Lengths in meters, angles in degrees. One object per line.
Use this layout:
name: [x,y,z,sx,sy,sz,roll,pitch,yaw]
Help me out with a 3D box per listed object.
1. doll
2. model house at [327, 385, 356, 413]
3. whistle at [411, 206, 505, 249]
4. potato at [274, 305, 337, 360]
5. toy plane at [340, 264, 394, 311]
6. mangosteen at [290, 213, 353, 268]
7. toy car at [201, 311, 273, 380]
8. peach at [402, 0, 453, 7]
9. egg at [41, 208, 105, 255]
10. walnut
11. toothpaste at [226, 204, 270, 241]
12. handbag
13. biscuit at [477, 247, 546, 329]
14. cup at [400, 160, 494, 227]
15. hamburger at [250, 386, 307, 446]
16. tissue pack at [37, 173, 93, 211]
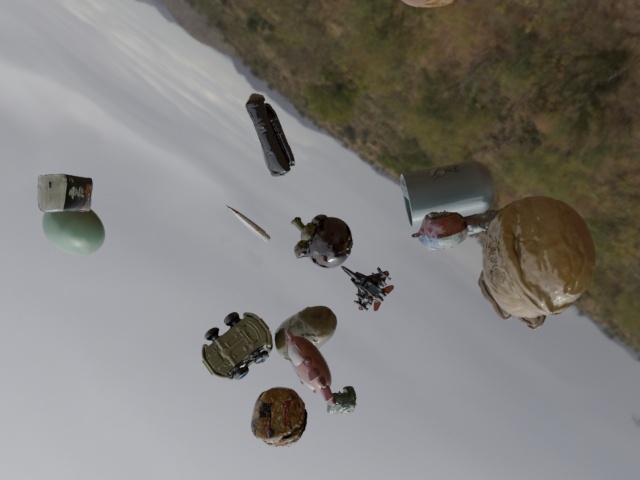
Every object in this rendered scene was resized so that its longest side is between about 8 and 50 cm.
doll: [-0.027,0.361,1.652,0.261,0.093,0.211,62,170,-21]
model house: [0.063,0.496,1.804,0.084,0.078,0.066,5,-164,-21]
whistle: [0.464,-0.051,1.910,0.142,0.347,0.133,136,120,-83]
potato: [-0.057,0.320,2.026,0.165,0.262,0.164,32,-150,-21]
toy plane: [0.118,0.115,1.530,0.189,0.130,0.061,38,179,-43]
mangosteen: [0.009,0.007,1.792,0.184,0.172,0.172,-6,-172,6]
toy car: [-0.282,0.382,2.051,0.204,0.248,0.198,49,170,19]
peach: [0.195,-0.522,1.031,0.214,0.214,0.235,32,-133,-17]
egg: [-0.818,-0.039,1.935,0.168,0.168,0.231,42,172,33]
walnut: [0.558,0.046,1.501,0.252,0.277,0.312,43,-141,-53]
toothpaste: [-0.239,-0.057,1.937,0.190,0.031,0.048,41,179,-30]
handbag: [-0.151,-0.319,1.719,0.275,0.088,0.244,-104,-8,-73]
biscuit: [0.571,0.126,1.699,0.041,0.209,0.290,-14,-102,-64]
cup: [0.462,-0.177,2.136,0.205,0.313,0.205,-12,-90,-87]
hamburger: [-0.157,0.664,2.199,0.231,0.231,0.107,45,179,44]
tissue pack: [-0.691,-0.128,1.581,0.091,0.103,0.170,4,-176,3]
